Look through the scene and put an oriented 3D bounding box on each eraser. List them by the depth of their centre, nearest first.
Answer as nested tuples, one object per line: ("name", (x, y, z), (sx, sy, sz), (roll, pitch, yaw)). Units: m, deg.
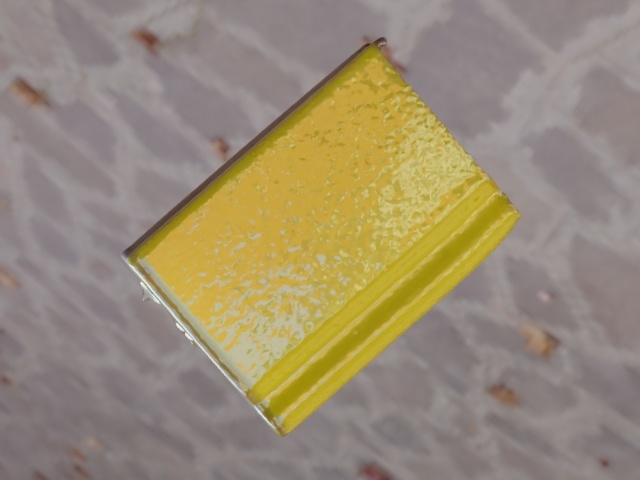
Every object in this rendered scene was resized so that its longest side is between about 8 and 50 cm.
("eraser", (0.000, 0.000, 1.201), (0.158, 0.226, 0.069), (50, 176, -11))
